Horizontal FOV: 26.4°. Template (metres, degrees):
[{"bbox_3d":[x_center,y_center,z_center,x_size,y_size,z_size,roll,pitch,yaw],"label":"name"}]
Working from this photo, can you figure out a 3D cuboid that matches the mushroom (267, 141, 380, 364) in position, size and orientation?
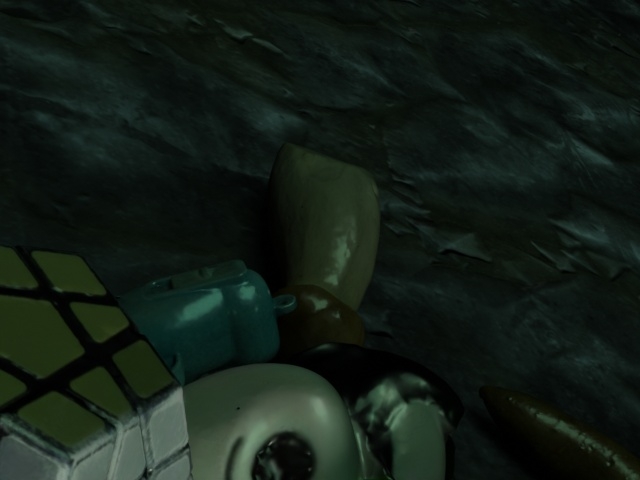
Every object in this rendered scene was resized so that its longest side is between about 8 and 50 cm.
[{"bbox_3d":[0.000,0.000,1.441,0.128,0.128,0.350,25,36,-15],"label":"mushroom"}]

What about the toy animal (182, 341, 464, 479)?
[{"bbox_3d":[-0.016,0.190,1.063,0.212,0.212,0.267,45,31,19],"label":"toy animal"}]

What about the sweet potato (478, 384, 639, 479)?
[{"bbox_3d":[0.296,0.270,1.385,0.108,0.079,0.346,-23,59,-23],"label":"sweet potato"}]

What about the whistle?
[{"bbox_3d":[-0.152,0.081,1.117,0.274,0.093,0.186,-13,20,-7],"label":"whistle"}]

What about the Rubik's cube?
[{"bbox_3d":[-0.234,0.148,0.861,0.264,0.319,0.319,48,20,-32],"label":"Rubik's cube"}]
